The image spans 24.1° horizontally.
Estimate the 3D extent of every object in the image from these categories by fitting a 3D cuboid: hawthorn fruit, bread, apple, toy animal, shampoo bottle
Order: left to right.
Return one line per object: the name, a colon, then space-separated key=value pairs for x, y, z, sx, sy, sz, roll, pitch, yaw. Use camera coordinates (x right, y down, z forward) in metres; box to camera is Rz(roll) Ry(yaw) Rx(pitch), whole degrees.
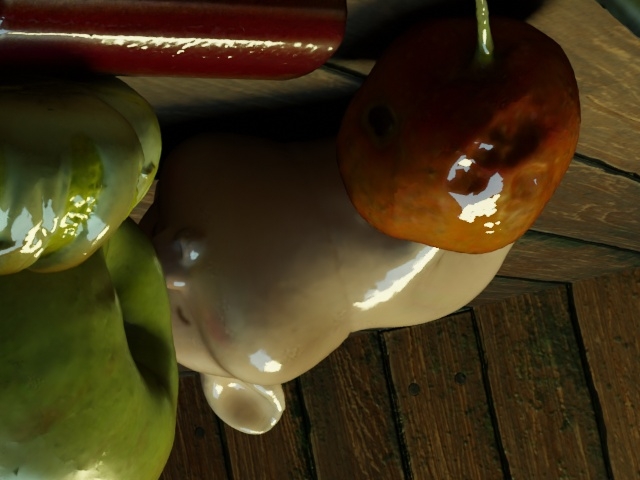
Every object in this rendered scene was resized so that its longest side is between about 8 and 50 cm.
apple: x=-0.248 y=0.079 z=1.016 sx=0.305 sy=0.338 sz=0.338 roll=-26 pitch=166 yaw=18
bread: x=-0.183 y=-0.044 z=0.780 sx=0.213 sy=0.104 sz=0.213 roll=12 pitch=-162 yaw=-4
shampoo bottle: x=-0.118 y=-0.113 z=0.747 sx=0.260 sy=0.064 sz=0.102 roll=-4 pitch=180 yaw=-36
toy animal: x=0.000 y=0.000 z=1.204 sx=0.326 sy=0.237 sz=0.269 roll=-5 pitch=158 yaw=-47
hawthorn fruit: x=0.096 y=-0.108 z=0.952 sx=0.165 sy=0.165 sz=0.285 roll=-10 pitch=147 yaw=-9

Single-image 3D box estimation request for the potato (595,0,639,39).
potato: x=0.257 y=-0.166 z=0.580 sx=0.397 sy=0.290 sz=0.296 roll=37 pitch=110 yaw=-26
